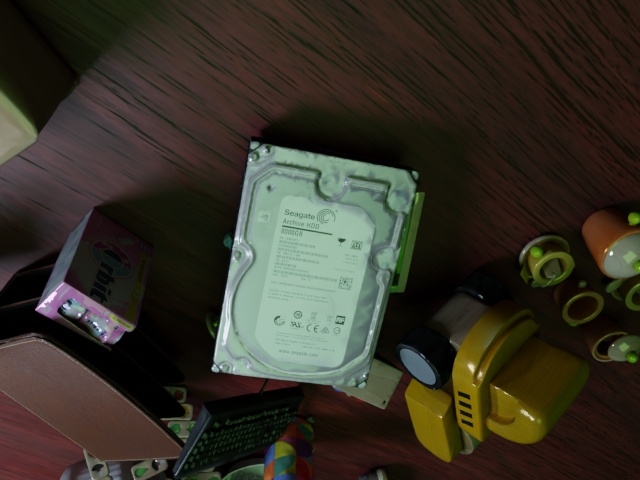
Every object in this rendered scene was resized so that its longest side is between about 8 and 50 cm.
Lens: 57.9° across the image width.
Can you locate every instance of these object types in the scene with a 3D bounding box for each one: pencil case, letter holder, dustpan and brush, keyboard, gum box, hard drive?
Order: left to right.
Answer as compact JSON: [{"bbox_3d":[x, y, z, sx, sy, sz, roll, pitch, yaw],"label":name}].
[{"bbox_3d":[-0.299,0.051,0.784,0.062,0.188,0.107,-41,119,18],"label":"gum box"},{"bbox_3d":[-0.320,0.184,0.852,0.214,0.152,0.302,-13,129,30],"label":"letter holder"},{"bbox_3d":[-0.176,0.496,1.177,0.211,0.060,0.147,19,108,-5],"label":"dustpan and brush"},{"bbox_3d":[-0.101,0.274,0.942,0.201,0.033,0.317,-65,156,2],"label":"keyboard"},{"bbox_3d":[-0.053,0.431,1.059,0.104,0.236,0.104,0,118,0],"label":"pencil case"},{"bbox_3d":[-0.014,0.041,0.823,0.237,0.064,0.338,10,105,-11],"label":"hard drive"}]

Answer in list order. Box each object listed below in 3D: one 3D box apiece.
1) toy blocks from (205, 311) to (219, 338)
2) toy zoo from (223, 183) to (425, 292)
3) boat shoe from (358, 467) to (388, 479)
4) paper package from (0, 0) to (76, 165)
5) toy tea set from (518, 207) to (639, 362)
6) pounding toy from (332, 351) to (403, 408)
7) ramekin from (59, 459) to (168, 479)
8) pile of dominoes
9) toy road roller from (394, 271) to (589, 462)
[{"bbox_3d":[-0.094,0.135,0.953,0.148,0.054,0.123,-25,124,9],"label":"toy blocks"},{"bbox_3d":[0.000,0.000,0.888,0.293,0.030,0.192,1,124,-9],"label":"toy zoo"},{"bbox_3d":[0.108,0.593,1.284,0.073,0.080,0.223,1,119,-2],"label":"boat shoe"},{"bbox_3d":[-0.491,-0.194,0.605,0.309,0.168,0.325,-28,124,13],"label":"paper package"},{"bbox_3d":[0.490,0.096,0.966,0.200,0.124,0.336,-36,121,16],"label":"toy tea set"},{"bbox_3d":[0.054,0.231,1.002,0.130,0.141,0.100,30,87,-25],"label":"pounding toy"},{"bbox_3d":[-0.350,0.512,1.056,0.127,0.273,0.273,-24,125,-5],"label":"ramekin"},{"bbox_3d":[-0.283,0.371,0.975,0.196,0.251,0.040,-19,162,-22],"label":"pile of dominoes"},{"bbox_3d":[0.281,0.238,0.929,0.202,0.241,0.329,-38,133,-24],"label":"toy road roller"}]
